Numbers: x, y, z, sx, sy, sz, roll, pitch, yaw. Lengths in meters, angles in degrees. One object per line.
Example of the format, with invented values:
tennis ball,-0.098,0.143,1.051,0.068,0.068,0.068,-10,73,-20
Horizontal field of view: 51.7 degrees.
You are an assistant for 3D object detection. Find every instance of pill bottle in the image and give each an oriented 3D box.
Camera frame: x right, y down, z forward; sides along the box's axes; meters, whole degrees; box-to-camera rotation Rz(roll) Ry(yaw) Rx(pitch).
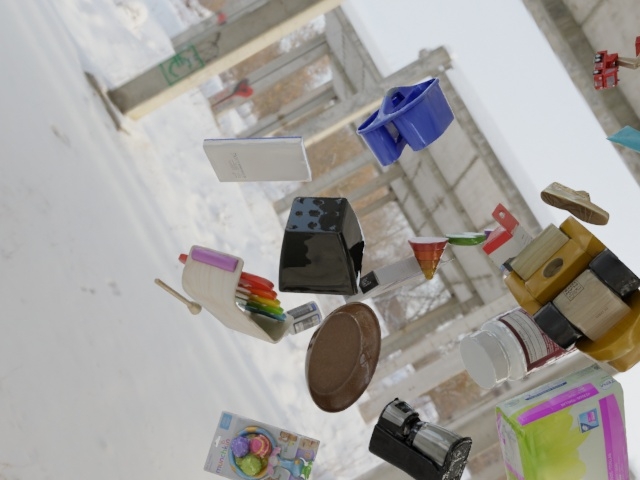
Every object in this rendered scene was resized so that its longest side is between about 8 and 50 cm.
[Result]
pill bottle,-0.069,0.244,2.032,0.078,0.137,0.078,159,-90,-76
pill bottle,0.691,0.343,2.259,0.224,0.392,0.224,55,-23,37

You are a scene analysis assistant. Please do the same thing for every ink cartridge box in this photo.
ink cartridge box,0.252,0.110,2.117,0.176,0.371,0.069,-38,-109,47
ink cartridge box,0.471,0.030,1.592,0.231,0.078,0.134,50,28,3

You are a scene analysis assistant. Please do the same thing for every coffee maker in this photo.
coffee maker,0.189,0.432,1.329,0.178,0.171,0.120,22,-11,38

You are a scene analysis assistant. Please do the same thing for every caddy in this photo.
caddy,0.247,-0.370,1.957,0.179,0.241,0.341,57,36,-13

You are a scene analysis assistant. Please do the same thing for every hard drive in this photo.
hard drive,-0.201,-0.262,2.164,0.210,0.319,0.040,73,19,-60

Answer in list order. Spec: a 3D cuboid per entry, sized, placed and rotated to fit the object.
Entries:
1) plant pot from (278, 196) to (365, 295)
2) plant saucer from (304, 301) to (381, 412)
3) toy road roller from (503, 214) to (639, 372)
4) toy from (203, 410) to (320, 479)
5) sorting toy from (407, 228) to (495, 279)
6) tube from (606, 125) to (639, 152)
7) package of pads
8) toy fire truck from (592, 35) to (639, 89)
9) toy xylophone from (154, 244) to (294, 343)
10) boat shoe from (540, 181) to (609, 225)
plant pot,0.000,0.000,1.531,0.188,0.187,0.167,-77,165,-48
plant saucer,0.034,0.200,1.155,0.036,0.198,0.198,12,-36,42
toy road roller,0.551,0.123,1.354,0.240,0.202,0.329,38,16,-17
toy,-0.133,0.474,1.457,0.056,0.237,0.137,77,29,-71
sorting toy,0.426,0.043,2.025,0.127,0.365,0.126,9,-76,58
tube,0.963,-0.299,2.004,0.052,0.080,0.207,64,-3,-31
package of pads,0.466,0.409,1.270,0.101,0.229,0.296,-127,-162,-64
toy fire truck,0.810,-0.478,1.779,0.047,0.135,0.192,65,36,-35
toy xylophone,-0.186,0.111,1.309,0.236,0.081,0.322,18,-20,16
boat shoe,0.607,-0.093,1.559,0.170,0.059,0.063,32,-21,30
